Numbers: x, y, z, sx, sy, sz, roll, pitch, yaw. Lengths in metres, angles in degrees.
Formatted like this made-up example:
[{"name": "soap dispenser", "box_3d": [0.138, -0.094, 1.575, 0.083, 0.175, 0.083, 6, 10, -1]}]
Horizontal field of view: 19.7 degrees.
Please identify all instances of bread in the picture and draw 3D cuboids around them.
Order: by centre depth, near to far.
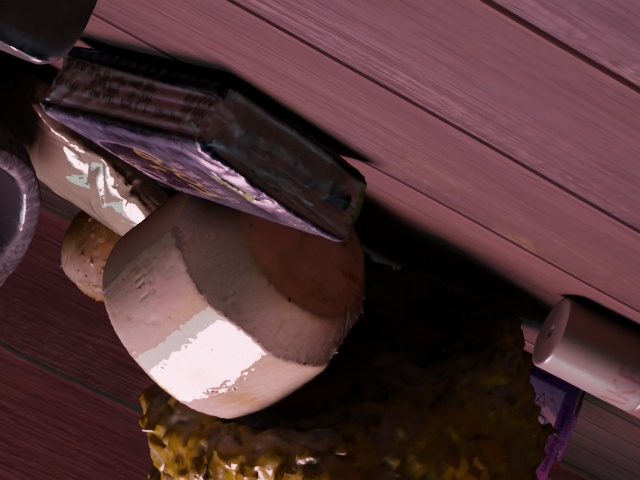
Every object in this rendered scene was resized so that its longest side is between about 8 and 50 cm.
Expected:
[{"name": "bread", "box_3d": [-0.160, 0.024, 2.185, 0.305, 0.159, 0.305, 20, 177, 1]}]

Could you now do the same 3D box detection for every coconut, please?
[{"name": "coconut", "box_3d": [-0.080, 0.046, 1.688, 0.241, 0.241, 0.241, 25, 174, 3]}]

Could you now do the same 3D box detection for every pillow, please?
[{"name": "pillow", "box_3d": [-0.260, -0.083, 1.909, 0.274, 0.076, 0.280, 45, 169, -33]}]

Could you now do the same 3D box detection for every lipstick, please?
[{"name": "lipstick", "box_3d": [0.316, 0.135, 1.653, 0.254, 0.070, 0.070, 26, 174, -10]}]

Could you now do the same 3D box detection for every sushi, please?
[{"name": "sushi", "box_3d": [0.021, 0.192, 1.845, 0.351, 0.396, 0.240, 17, 127, 46]}]

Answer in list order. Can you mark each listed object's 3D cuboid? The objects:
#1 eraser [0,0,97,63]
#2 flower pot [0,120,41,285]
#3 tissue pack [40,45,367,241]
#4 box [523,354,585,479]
[{"name": "eraser", "box_3d": [-0.258, -0.208, 0.864, 0.352, 0.111, 0.077, 28, 173, -22]}, {"name": "flower pot", "box_3d": [-0.446, -0.061, 1.780, 0.283, 0.299, 0.299, 43, -177, 28]}, {"name": "tissue pack", "box_3d": [-0.095, -0.080, 1.476, 0.173, 0.073, 0.235, 32, 171, -40]}, {"name": "box", "box_3d": [0.089, 0.242, 2.320, 0.348, 0.319, 0.257, 28, 172, -12]}]
